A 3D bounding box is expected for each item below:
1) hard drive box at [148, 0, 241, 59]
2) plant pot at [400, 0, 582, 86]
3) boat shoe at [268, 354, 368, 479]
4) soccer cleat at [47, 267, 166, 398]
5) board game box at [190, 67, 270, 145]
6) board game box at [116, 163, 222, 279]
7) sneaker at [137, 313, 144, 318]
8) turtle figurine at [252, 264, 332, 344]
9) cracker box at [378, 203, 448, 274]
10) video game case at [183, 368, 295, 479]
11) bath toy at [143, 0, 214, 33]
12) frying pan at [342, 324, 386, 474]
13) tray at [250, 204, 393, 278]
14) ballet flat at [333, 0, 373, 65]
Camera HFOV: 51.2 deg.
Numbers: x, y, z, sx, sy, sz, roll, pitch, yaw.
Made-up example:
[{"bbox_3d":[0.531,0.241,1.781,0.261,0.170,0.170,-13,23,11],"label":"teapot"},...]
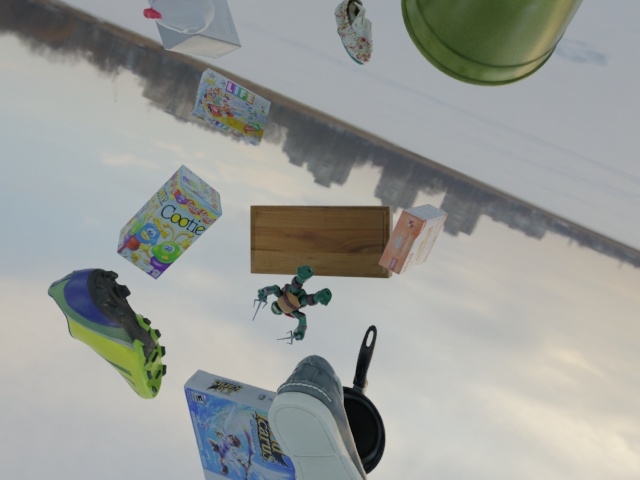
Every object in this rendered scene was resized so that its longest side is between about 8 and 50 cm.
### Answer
[{"bbox_3d":[-0.304,-0.546,1.604,0.089,0.181,0.232,-18,-179,22],"label":"hard drive box"},{"bbox_3d":[0.375,-0.538,1.291,0.366,0.366,0.353,22,168,-3],"label":"plant pot"},{"bbox_3d":[0.013,0.287,0.912,0.116,0.319,0.099,-1,-141,19],"label":"boat shoe"},{"bbox_3d":[-0.353,0.161,1.129,0.121,0.289,0.093,-9,-143,12],"label":"soccer cleat"},{"bbox_3d":[-0.183,-0.275,1.383,0.154,0.103,0.026,24,153,-28],"label":"board game box"},{"bbox_3d":[-0.423,-0.052,1.875,0.142,0.275,0.144,40,-166,-28],"label":"board game box"},{"bbox_3d":[-0.468,0.184,1.449,0.128,0.087,0.221,14,175,-32],"label":"sneaker"},{"bbox_3d":[-0.080,0.159,1.712,0.175,0.234,0.118,38,-137,-15],"label":"turtle figurine"},{"bbox_3d":[0.247,-0.007,1.751,0.067,0.156,0.232,29,-162,20],"label":"cracker box"},{"bbox_3d":[-0.142,0.409,1.354,0.244,0.269,0.061,8,-148,25],"label":"video game case"},{"bbox_3d":[-0.277,-0.545,1.196,0.129,0.348,0.151,-20,-143,-29],"label":"bath toy"},{"bbox_3d":[0.051,0.347,1.444,0.197,0.326,0.053,-6,175,30],"label":"frying pan"},{"bbox_3d":[0.000,0.000,1.928,0.411,0.203,0.076,1,-176,14],"label":"tray"},{"bbox_3d":[0.083,-0.515,1.598,0.091,0.077,0.241,18,-141,-31],"label":"ballet flat"}]
